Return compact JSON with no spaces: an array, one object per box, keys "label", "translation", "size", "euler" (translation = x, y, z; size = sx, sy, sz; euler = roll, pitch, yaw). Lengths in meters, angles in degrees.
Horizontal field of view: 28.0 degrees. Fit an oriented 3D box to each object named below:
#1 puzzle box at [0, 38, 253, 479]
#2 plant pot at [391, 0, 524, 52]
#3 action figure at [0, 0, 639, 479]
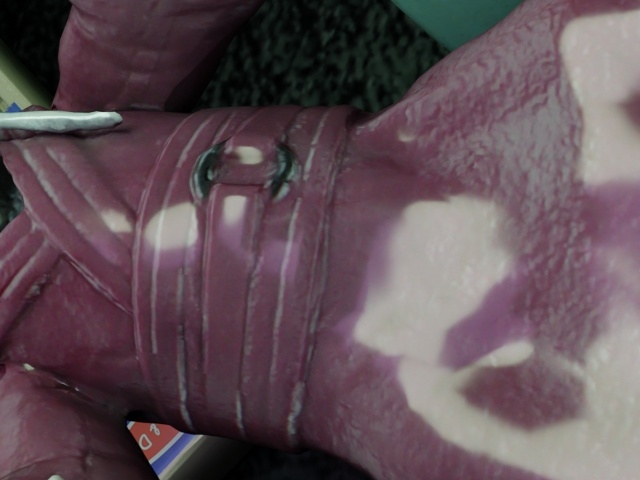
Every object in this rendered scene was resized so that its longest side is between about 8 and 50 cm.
[{"label":"puzzle box","translation":[-0.233,0.116,0.603],"size":[0.409,0.052,0.272],"euler":[-47,67,6]},{"label":"plant pot","translation":[0.120,-0.188,0.403],"size":[0.255,0.272,0.271],"euler":[-37,67,31]},{"label":"action figure","translation":[0.000,0.000,0.387],"size":[0.370,0.276,0.248],"euler":[8,76,16]}]
